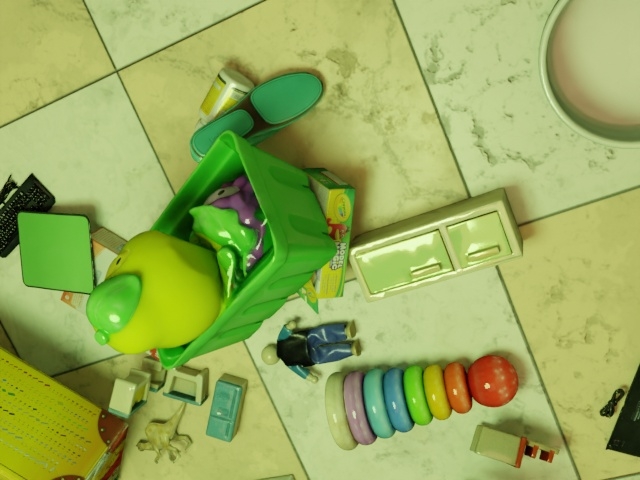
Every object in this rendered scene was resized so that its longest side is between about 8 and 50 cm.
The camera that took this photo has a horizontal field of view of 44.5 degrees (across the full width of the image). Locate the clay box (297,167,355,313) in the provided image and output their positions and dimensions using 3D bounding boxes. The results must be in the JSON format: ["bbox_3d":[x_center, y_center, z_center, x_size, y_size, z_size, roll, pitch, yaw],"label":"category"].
[{"bbox_3d":[0.000,0.000,1.322,0.053,0.127,0.222,-4,113,-24],"label":"clay box"}]

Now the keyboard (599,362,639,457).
[{"bbox_3d":[0.536,0.285,1.330,0.108,0.023,0.180,14,110,4],"label":"keyboard"}]

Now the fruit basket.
[{"bbox_3d":[-0.206,0.037,1.209,0.392,0.392,0.282,-34,61,22],"label":"fruit basket"}]

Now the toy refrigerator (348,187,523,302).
[{"bbox_3d":[0.188,0.010,1.292,0.270,0.094,0.102,-18,102,19],"label":"toy refrigerator"}]

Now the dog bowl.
[{"bbox_3d":[0.449,-0.271,1.121,0.265,0.104,0.264,5,110,14],"label":"dog bowl"}]

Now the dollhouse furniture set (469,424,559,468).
[{"bbox_3d":[0.303,0.460,1.340,0.135,0.262,0.259,18,80,7],"label":"dollhouse furniture set"}]

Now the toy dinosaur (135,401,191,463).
[{"bbox_3d":[-0.310,0.398,1.580,0.092,0.053,0.183,45,113,-1],"label":"toy dinosaur"}]

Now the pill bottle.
[{"bbox_3d":[-0.166,-0.228,1.323,0.065,0.065,0.116,35,113,2],"label":"pill bottle"}]

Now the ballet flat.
[{"bbox_3d":[-0.109,-0.200,1.296,0.247,0.087,0.083,-32,86,-11],"label":"ballet flat"}]

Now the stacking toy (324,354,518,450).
[{"bbox_3d":[0.181,0.275,1.370,0.331,0.141,0.141,-12,104,14],"label":"stacking toy"}]

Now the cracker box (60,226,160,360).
[{"bbox_3d":[-0.359,0.102,1.486,0.232,0.067,0.155,30,113,3],"label":"cracker box"}]

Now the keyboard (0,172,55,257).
[{"bbox_3d":[-0.606,-0.050,1.518,0.100,0.038,0.192,47,112,-3],"label":"keyboard"}]

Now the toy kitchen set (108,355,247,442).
[{"bbox_3d":[-0.268,0.317,1.472,0.207,0.166,0.122,14,103,10],"label":"toy kitchen set"}]

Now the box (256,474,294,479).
[{"bbox_3d":[-0.212,0.613,1.537,0.346,0.215,0.168,-14,104,20],"label":"box"}]

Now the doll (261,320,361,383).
[{"bbox_3d":[-0.023,0.203,1.440,0.189,0.046,0.129,-12,104,18],"label":"doll"}]

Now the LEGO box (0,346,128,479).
[{"bbox_3d":[-0.647,0.373,1.511,0.500,0.193,0.372,30,141,4],"label":"LEGO box"}]

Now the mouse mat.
[{"bbox_3d":[-0.500,0.022,1.474,0.190,0.007,0.152,4,102,26],"label":"mouse mat"}]
